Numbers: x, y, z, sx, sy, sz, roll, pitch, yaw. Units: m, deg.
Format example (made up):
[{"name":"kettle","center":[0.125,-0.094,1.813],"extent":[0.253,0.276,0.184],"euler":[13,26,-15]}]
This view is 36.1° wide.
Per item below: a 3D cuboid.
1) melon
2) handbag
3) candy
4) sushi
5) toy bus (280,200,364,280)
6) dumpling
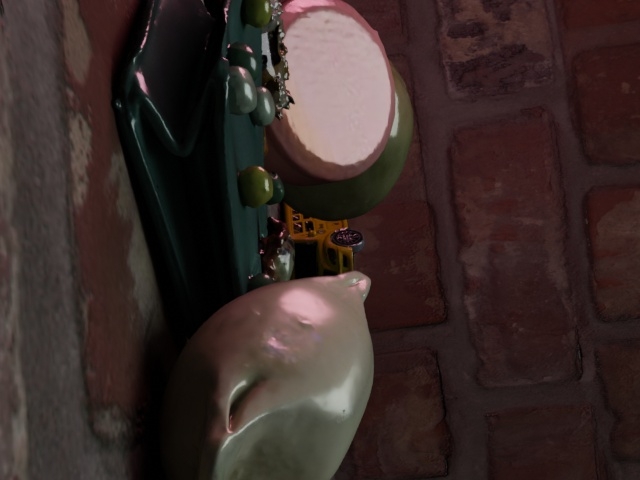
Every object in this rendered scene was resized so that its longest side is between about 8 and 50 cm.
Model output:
[{"name":"melon","center":[0.017,-0.173,1.505],"extent":[0.308,0.271,0.272],"euler":[118,-30,-59]},{"name":"handbag","center":[-0.076,-0.069,0.803],"extent":[0.269,0.100,0.274],"euler":[-94,176,-59]},{"name":"candy","center":[-0.010,-0.199,1.266],"extent":[0.094,0.255,0.256],"euler":[-6,-90,49]},{"name":"sushi","center":[-0.082,-0.203,1.086],"extent":[0.097,0.103,0.226],"euler":[-130,-148,-64]},{"name":"toy bus","center":[0.000,0.000,1.860],"extent":[0.331,0.151,0.145],"euler":[-96,-176,-59]},{"name":"dumpling","center":[-0.039,0.123,0.705],"extent":[0.252,0.131,0.179],"euler":[-55,167,-51]}]
